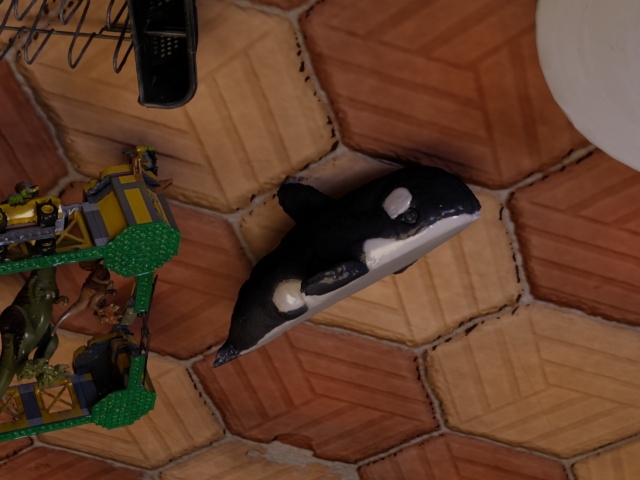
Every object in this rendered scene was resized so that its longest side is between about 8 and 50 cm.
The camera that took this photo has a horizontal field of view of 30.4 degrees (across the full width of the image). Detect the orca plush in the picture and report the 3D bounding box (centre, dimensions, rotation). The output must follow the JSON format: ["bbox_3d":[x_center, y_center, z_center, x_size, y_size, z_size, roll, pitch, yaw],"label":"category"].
[{"bbox_3d":[0.000,0.000,0.971,0.151,0.102,0.287,-19,168,-38],"label":"orca plush"}]

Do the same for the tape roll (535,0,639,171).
[{"bbox_3d":[0.273,-0.160,0.707,0.286,0.100,0.286,5,137,5],"label":"tape roll"}]

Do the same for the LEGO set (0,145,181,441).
[{"bbox_3d":[-0.255,0.020,0.990,0.255,0.192,0.331,-15,144,-16],"label":"LEGO set"}]

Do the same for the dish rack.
[{"bbox_3d":[-0.212,-0.198,0.778,0.272,0.074,0.208,6,136,5],"label":"dish rack"}]
